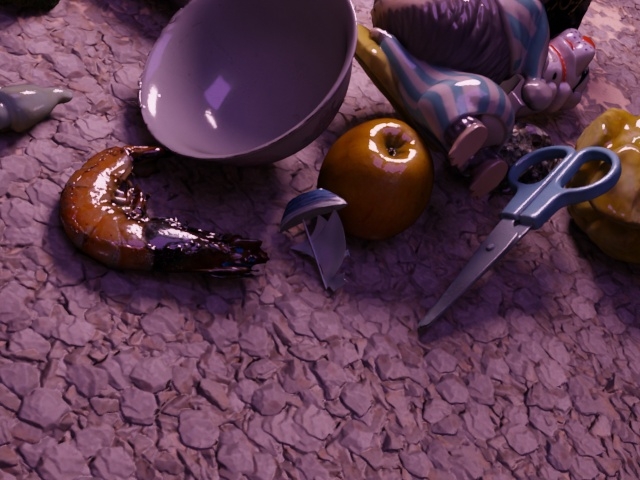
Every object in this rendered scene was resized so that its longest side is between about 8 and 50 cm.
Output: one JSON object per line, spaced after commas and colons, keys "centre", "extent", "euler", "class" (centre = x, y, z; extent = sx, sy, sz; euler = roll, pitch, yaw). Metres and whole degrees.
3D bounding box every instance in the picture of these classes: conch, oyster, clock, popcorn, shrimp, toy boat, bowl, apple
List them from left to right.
{"centre": [-0.424, -0.181, 1.464], "extent": [0.180, 0.088, 0.065], "euler": [-28, 111, -49], "class": "conch"}
{"centre": [-0.206, -0.041, 1.452], "extent": [0.290, 0.054, 0.222], "euler": [14, 46, -12], "class": "shrimp"}
{"centre": [-0.082, -0.226, 1.574], "extent": [0.157, 0.345, 0.345], "euler": [50, 18, -54], "class": "bowl"}
{"centre": [0.005, -0.011, 1.512], "extent": [0.149, 0.105, 0.034], "euler": [51, 14, 25], "class": "toy boat"}
{"centre": [0.085, -0.094, 1.585], "extent": [0.182, 0.155, 0.182], "euler": [16, 47, -18], "class": "apple"}
{"centre": [0.320, -0.155, 1.835], "extent": [0.252, 0.087, 0.199], "euler": [20, 49, -26], "class": "oyster"}
{"centre": [0.402, -0.305, 1.945], "extent": [0.254, 0.189, 0.189], "euler": [-3, 53, -39], "class": "clock"}
{"centre": [0.584, -0.077, 1.801], "extent": [0.334, 0.293, 0.292], "euler": [8, 82, 16], "class": "popcorn"}

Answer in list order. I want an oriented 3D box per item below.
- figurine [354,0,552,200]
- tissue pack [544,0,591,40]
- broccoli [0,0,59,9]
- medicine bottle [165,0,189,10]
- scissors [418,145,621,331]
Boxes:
{"centre": [0.263, -0.319, 1.656], "extent": [0.361, 0.377, 0.266], "euler": [53, 7, 37], "class": "figurine"}
{"centre": [0.433, -0.489, 2.000], "extent": [0.245, 0.332, 0.123], "euler": [-9, 48, -32], "class": "tissue pack"}
{"centre": [-0.455, -0.426, 1.609], "extent": [0.162, 0.146, 0.138], "euler": [3, 11, -42], "class": "broccoli"}
{"centre": [-0.187, -0.445, 1.744], "extent": [0.273, 0.165, 0.165], "euler": [36, 44, 3], "class": "medicine bottle"}
{"centre": [0.285, -0.009, 1.623], "extent": [0.192, 0.029, 0.447], "euler": [12, 47, 47], "class": "scissors"}
